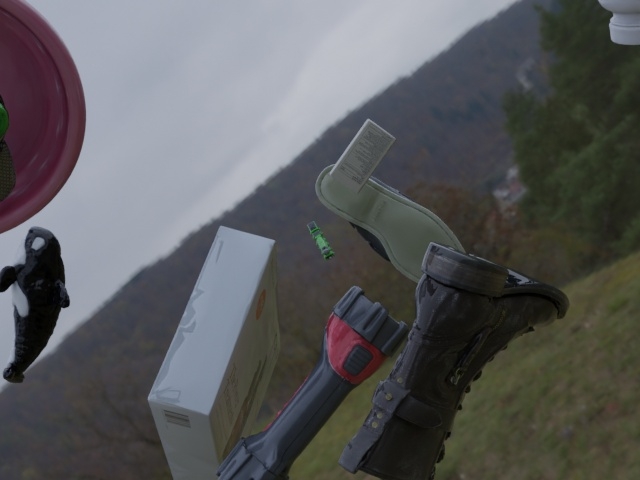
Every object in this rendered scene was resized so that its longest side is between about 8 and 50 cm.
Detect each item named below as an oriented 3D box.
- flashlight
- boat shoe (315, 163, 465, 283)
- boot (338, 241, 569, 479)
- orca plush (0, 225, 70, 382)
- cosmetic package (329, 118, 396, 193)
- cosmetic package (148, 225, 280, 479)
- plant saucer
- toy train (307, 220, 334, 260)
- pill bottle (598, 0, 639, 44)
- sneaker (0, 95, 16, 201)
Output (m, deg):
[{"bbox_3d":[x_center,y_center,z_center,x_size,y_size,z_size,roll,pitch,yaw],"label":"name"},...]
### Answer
[{"bbox_3d":[-0.014,0.202,1.376,0.304,0.103,0.103,-51,-30,1],"label":"flashlight"},{"bbox_3d":[0.144,-0.026,2.037,0.127,0.340,0.113,-59,-8,9],"label":"boat shoe"},{"bbox_3d":[0.124,0.128,1.020,0.263,0.091,0.229,17,-85,-52],"label":"boot"},{"bbox_3d":[-0.507,0.115,1.932,0.102,0.151,0.287,-1,61,32],"label":"orca plush"},{"bbox_3d":[0.071,-0.142,1.808,0.115,0.060,0.041,-53,6,8],"label":"cosmetic package"},{"bbox_3d":[-0.147,0.198,1.622,0.377,0.098,0.284,91,-166,-60],"label":"cosmetic package"},{"bbox_3d":[-0.453,-0.162,1.293,0.332,0.332,0.084,-42,23,6],"label":"plant saucer"},{"bbox_3d":[0.000,0.000,1.610,0.017,0.023,0.083,-30,39,0],"label":"toy train"},{"bbox_3d":[0.420,-0.374,1.407,0.121,0.216,0.121,-9,23,4],"label":"pill bottle"},{"bbox_3d":[-0.403,-0.109,1.164,0.343,0.146,0.134,79,-147,-73],"label":"sneaker"}]
